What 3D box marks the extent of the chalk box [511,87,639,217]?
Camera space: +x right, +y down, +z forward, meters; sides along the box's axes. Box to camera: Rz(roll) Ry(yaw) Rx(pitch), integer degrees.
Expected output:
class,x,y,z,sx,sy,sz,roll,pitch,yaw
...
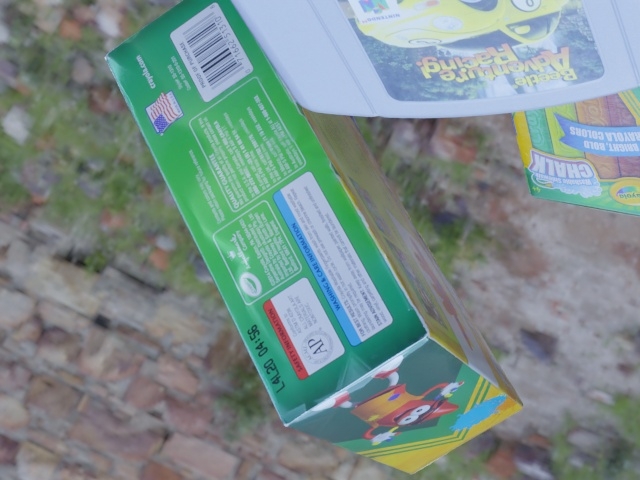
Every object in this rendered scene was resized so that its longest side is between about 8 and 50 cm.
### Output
class,x,y,z,sx,sy,sz,roll,pitch,yaw
chalk box,0.251,-0.108,1.022,0.132,0.132,0.213,11,136,37

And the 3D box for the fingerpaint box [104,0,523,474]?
class,x,y,z,sx,sy,sz,roll,pitch,yaw
fingerpaint box,0.000,0.000,1.265,0.445,0.163,0.371,61,-169,25

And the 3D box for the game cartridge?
class,x,y,z,sx,sy,sz,roll,pitch,yaw
game cartridge,0.084,-0.153,0.699,0.294,0.060,0.196,-4,147,28
